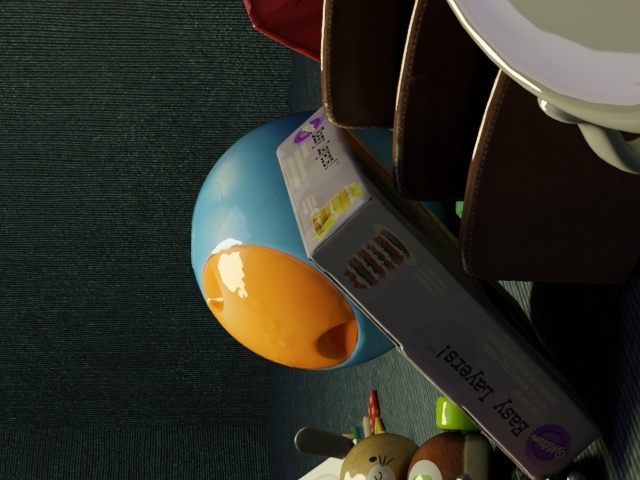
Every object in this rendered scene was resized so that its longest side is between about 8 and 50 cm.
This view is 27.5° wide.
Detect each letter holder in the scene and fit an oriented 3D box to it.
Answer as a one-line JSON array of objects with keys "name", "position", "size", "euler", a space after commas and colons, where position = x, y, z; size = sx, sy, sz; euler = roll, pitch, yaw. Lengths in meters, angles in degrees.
[{"name": "letter holder", "position": [0.114, -0.120, 0.793], "size": [0.302, 0.214, 0.152], "euler": [100, 168, -53]}]

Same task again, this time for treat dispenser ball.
[{"name": "treat dispenser ball", "position": [0.000, 0.000, 1.450], "size": [0.288, 0.288, 0.288], "euler": [180, 90, -83]}]

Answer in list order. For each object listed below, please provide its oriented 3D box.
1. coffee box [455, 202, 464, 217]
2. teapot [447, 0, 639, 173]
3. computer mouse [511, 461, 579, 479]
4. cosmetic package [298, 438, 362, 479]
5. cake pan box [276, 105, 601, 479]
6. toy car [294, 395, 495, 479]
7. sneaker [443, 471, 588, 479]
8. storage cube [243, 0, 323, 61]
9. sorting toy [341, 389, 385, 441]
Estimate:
[{"name": "coffee box", "position": [0.158, -0.059, 1.154], "size": [0.184, 0.040, 0.113], "euler": [-118, 29, -77]}, {"name": "teapot", "position": [0.167, -0.168, 0.531], "size": [0.256, 0.187, 0.252], "euler": [-19, 91, 56]}, {"name": "computer mouse", "position": [0.176, 0.217, 1.055], "size": [0.242, 0.041, 0.071], "euler": [93, 162, -71]}, {"name": "cosmetic package", "position": [0.011, 0.480, 1.634], "size": [0.284, 0.097, 0.377], "euler": [-44, 39, 40]}, {"name": "cake pan box", "position": [0.084, 0.036, 0.993], "size": [0.267, 0.070, 0.246], "euler": [45, -169, -18]}, {"name": "toy car", "position": [0.067, 0.222, 1.204], "size": [0.149, 0.188, 0.155], "euler": [39, -128, -76]}, {"name": "sneaker", "position": [0.133, 0.239, 0.924], "size": [0.135, 0.097, 0.276], "euler": [57, 154, -5]}, {"name": "storage cube", "position": [0.055, -0.245, 0.926], "size": [0.215, 0.193, 0.184], "euler": [16, -129, -56]}, {"name": "sorting toy", "position": [0.057, 0.351, 1.973], "size": [0.132, 0.046, 0.274], "euler": [-98, 11, -48]}]
